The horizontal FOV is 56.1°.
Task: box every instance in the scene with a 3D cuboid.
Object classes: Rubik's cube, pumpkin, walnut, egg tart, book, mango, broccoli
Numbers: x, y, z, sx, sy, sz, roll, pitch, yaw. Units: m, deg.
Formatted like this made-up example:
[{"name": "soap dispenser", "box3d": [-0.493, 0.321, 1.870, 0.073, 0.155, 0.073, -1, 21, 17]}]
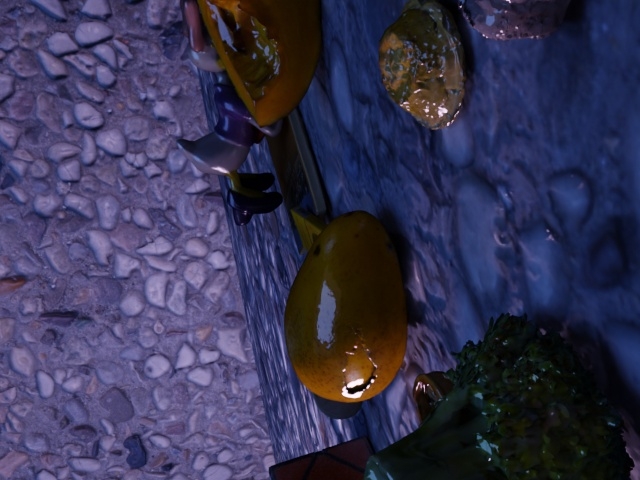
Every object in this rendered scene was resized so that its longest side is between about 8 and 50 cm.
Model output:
[{"name": "Rubik's cube", "box3d": [0.027, 0.533, 1.143, 0.205, 0.205, 0.207, 91, 158, -45]}, {"name": "pumpkin", "box3d": [-0.096, -0.347, 0.879, 0.169, 0.148, 0.312, -129, 23, -51]}, {"name": "walnut", "box3d": [0.148, 0.198, 0.672, 0.091, 0.052, 0.121, -154, 50, -70]}, {"name": "egg tart", "box3d": [0.091, -0.164, 0.561, 0.129, 0.049, 0.129, 164, 90, -75]}, {"name": "book", "box3d": [-0.068, -0.181, 1.193, 0.262, 0.028, 0.374, 120, 135, -69]}, {"name": "mango", "box3d": [0.039, 0.099, 0.817, 0.191, 0.160, 0.290, -114, 26, -57]}, {"name": "broccoli", "box3d": [0.125, 0.170, 0.456, 0.219, 0.194, 0.194, -126, 25, -45]}]

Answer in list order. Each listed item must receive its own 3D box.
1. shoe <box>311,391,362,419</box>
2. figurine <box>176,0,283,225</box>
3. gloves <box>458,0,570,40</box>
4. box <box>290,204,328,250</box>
[{"name": "shoe", "box3d": [0.012, 0.199, 1.105, 0.100, 0.103, 0.251, 157, 105, -75]}, {"name": "figurine", "box3d": [-0.174, -0.237, 1.111, 0.154, 0.193, 0.421, -121, 27, -60]}, {"name": "gloves", "box3d": [0.118, -0.190, 0.357, 0.110, 0.094, 0.144, -104, 1, -55]}, {"name": "box", "box3d": [0.000, 0.000, 1.040, 0.155, 0.023, 0.087, 37, 147, 55]}]
